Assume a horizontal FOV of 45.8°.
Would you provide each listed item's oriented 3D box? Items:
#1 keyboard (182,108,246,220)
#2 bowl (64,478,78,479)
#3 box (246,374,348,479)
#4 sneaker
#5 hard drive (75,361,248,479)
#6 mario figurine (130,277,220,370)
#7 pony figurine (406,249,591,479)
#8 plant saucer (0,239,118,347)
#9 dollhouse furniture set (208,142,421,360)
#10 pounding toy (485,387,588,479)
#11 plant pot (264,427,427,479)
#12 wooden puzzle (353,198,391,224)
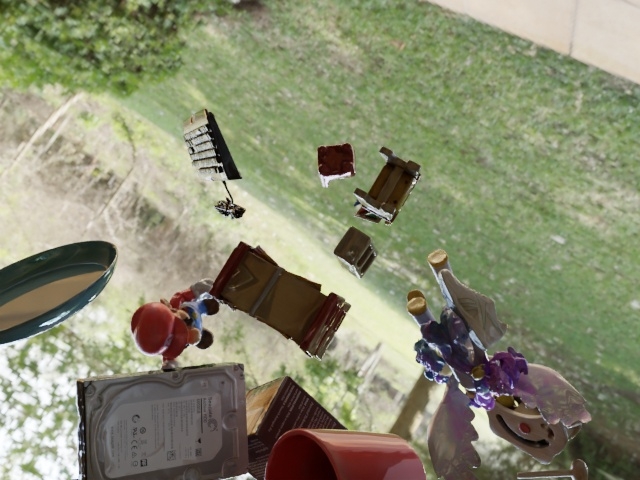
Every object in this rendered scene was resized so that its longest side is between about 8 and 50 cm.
[{"bbox_3d":[-0.182,-0.119,1.296,0.201,0.033,0.317,66,167,-11],"label":"keyboard"},{"bbox_3d":[-0.493,0.618,1.430,0.391,0.391,0.077,26,136,37],"label":"bowl"},{"bbox_3d":[-0.084,0.443,1.701,0.203,0.167,0.168,44,136,-15],"label":"box"},{"bbox_3d":[0.253,0.107,1.270,0.152,0.061,0.053,56,174,8],"label":"sneaker"},{"bbox_3d":[-0.306,0.374,1.503,0.339,0.236,0.064,0,177,-34],"label":"hard drive"},{"bbox_3d":[-0.293,0.204,1.699,0.198,0.170,0.320,65,-169,4],"label":"mario figurine"},{"bbox_3d":[0.293,0.243,1.442,0.363,0.303,0.351,62,-175,-26],"label":"pony figurine"},{"bbox_3d":[-0.477,0.092,1.242,0.318,0.318,0.043,20,132,56],"label":"plant saucer"},{"bbox_3d":[0.000,0.000,1.319,0.201,0.374,0.152,30,173,16],"label":"dollhouse furniture set"},{"bbox_3d":[0.480,0.432,1.706,0.270,0.155,0.154,27,133,37],"label":"pounding toy"},{"bbox_3d":[0.059,0.495,1.496,0.243,0.274,0.275,1,-167,-38],"label":"plant pot"},{"bbox_3d":[0.123,-0.072,1.752,0.116,0.078,0.014,13,139,28],"label":"wooden puzzle"}]
